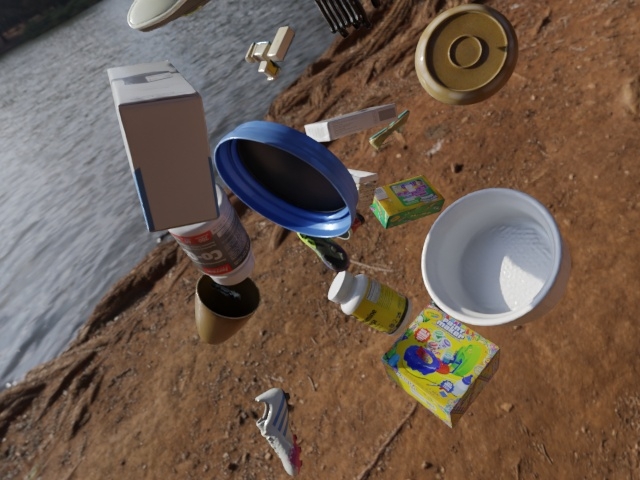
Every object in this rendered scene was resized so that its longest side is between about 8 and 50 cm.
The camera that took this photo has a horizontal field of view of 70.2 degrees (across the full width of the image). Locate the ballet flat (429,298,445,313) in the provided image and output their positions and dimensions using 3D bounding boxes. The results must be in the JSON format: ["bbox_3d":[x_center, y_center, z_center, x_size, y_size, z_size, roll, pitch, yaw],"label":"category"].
[{"bbox_3d":[0.525,0.192,1.854,0.095,0.096,0.280,11,46,35],"label":"ballet flat"}]

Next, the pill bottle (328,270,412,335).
[{"bbox_3d":[0.211,0.263,1.965,0.188,0.334,0.188,-59,11,18],"label":"pill bottle"}]

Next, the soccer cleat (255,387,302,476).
[{"bbox_3d":[-0.171,0.746,1.759,0.143,0.331,0.116,-7,-15,-28],"label":"soccer cleat"}]

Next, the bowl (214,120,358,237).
[{"bbox_3d":[-0.084,-0.149,1.168,0.391,0.391,0.077,6,59,40],"label":"bowl"}]

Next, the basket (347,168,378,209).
[{"bbox_3d":[0.081,-0.165,1.422,0.167,0.103,0.113,16,22,33],"label":"basket"}]

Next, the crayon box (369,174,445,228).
[{"bbox_3d":[0.358,-0.166,1.917,0.278,0.081,0.165,-17,53,-18],"label":"crayon box"}]

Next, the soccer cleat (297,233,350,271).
[{"bbox_3d":[-0.001,0.001,1.649,0.093,0.121,0.289,-41,73,2],"label":"soccer cleat"}]

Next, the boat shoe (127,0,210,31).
[{"bbox_3d":[-0.376,-0.651,1.223,0.305,0.091,0.109,-32,79,9],"label":"boat shoe"}]

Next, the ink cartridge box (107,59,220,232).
[{"bbox_3d":[-0.297,-0.189,0.848,0.129,0.223,0.307,-15,34,-19],"label":"ink cartridge box"}]

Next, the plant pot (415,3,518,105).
[{"bbox_3d":[0.341,-0.441,1.073,0.236,0.236,0.032,-17,-2,17],"label":"plant pot"}]

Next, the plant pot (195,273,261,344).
[{"bbox_3d":[-0.375,0.276,1.720,0.237,0.237,0.254,-90,22,-51],"label":"plant pot"}]

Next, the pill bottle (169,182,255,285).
[{"bbox_3d":[-0.273,-0.007,1.171,0.161,0.283,0.161,-6,56,8],"label":"pill bottle"}]

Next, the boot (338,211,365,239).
[{"bbox_3d":[0.075,-0.096,2.114,0.244,0.088,0.176,19,39,27],"label":"boot"}]

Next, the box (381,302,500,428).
[{"bbox_3d":[0.420,0.430,1.596,0.279,0.177,0.290,-44,51,-18],"label":"box"}]

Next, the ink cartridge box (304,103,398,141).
[{"bbox_3d":[0.075,-0.402,1.586,0.296,0.066,0.261,-23,18,-29],"label":"ink cartridge box"}]

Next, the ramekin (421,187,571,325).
[{"bbox_3d":[0.362,0.044,0.931,0.277,0.135,0.277,-17,64,38],"label":"ramekin"}]

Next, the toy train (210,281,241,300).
[{"bbox_3d":[-0.341,0.184,1.644,0.158,0.036,0.027,18,50,36],"label":"toy train"}]

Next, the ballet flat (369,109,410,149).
[{"bbox_3d":[0.330,-0.504,2.095,0.232,0.073,0.080,-38,10,2],"label":"ballet flat"}]

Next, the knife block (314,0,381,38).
[{"bbox_3d":[0.028,-0.576,0.943,0.088,0.275,0.242,-5,9,39],"label":"knife block"}]

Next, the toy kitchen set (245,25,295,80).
[{"bbox_3d":[-0.164,-0.718,1.770,0.207,0.166,0.122,18,82,41],"label":"toy kitchen set"}]
